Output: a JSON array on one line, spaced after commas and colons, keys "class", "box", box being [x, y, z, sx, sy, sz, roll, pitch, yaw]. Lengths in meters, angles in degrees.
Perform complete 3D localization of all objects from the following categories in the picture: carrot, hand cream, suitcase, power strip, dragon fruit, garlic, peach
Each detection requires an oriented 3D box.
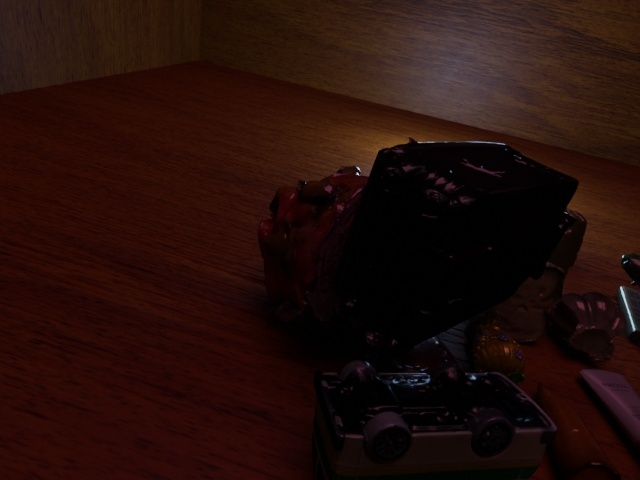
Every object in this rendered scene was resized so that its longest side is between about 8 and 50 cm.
[{"class": "carrot", "box": [0.379, 0.296, 0.678, 0.072, 0.072, 0.205, 11, 23, -2]}, {"class": "hand cream", "box": [0.529, 0.309, 0.719, 0.080, 0.048, 0.255, 8, 29, -4]}, {"class": "suitcase", "box": [0.210, -0.002, 0.677, 0.434, 0.282, 0.194, -10, 38, -39]}, {"class": "power strip", "box": [0.769, 0.192, 1.026, 0.092, 0.034, 0.268, 22, 31, 17]}, {"class": "dragon fruit", "box": [0.000, 0.000, 0.822, 0.315, 0.295, 0.263, -1, 16, -42]}, {"class": "garlic", "box": [0.559, 0.164, 0.929, 0.131, 0.127, 0.194, 15, 10, 12]}, {"class": "peach", "box": [0.160, 0.193, 0.768, 0.189, 0.068, 0.279, 12, 29, -4]}]

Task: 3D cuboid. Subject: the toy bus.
[{"class": "toy bus", "box": [0.128, 0.255, 0.549, 0.277, 0.164, 0.133, 5, 16, -13]}]

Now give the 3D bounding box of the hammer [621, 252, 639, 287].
[{"class": "hammer", "box": [0.763, 0.165, 0.910, 0.207, 0.118, 0.335, -10, 56, -37]}]

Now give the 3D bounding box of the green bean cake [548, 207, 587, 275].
[{"class": "green bean cake", "box": [0.475, 0.020, 1.026, 0.236, 0.232, 0.124, 1, 25, -21]}]

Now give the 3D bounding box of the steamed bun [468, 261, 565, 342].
[{"class": "steamed bun", "box": [0.387, 0.110, 0.905, 0.193, 0.177, 0.106, 1, 20, 3]}]

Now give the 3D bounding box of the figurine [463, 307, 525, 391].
[{"class": "figurine", "box": [0.319, 0.198, 0.773, 0.095, 0.114, 0.156, 0, 32, -1]}]
